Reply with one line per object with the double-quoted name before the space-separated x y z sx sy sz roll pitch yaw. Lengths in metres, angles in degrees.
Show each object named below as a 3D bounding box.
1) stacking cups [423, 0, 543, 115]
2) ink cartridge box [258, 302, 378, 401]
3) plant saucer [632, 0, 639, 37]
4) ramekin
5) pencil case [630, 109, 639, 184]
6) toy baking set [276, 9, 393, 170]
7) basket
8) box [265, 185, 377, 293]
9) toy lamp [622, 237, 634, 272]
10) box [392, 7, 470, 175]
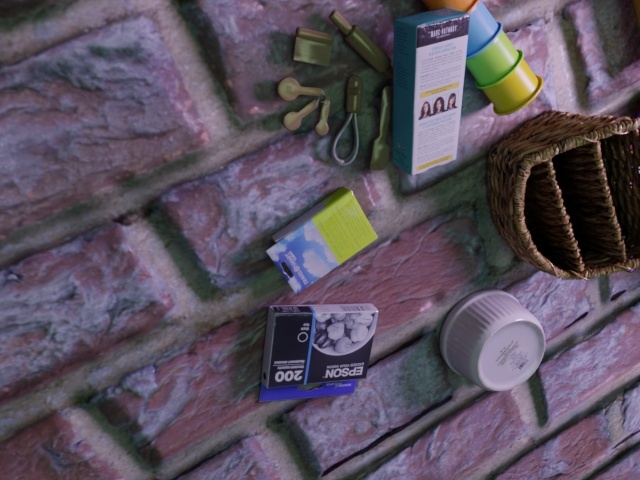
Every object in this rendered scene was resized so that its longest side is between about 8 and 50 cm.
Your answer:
"stacking cups" 0.242 -0.345 0.822 0.316 0.096 0.096 40 91 -25
"ink cartridge box" -0.005 0.221 0.951 0.207 0.045 0.208 1 109 -21
"plant saucer" 0.699 -0.525 0.935 0.333 0.081 0.332 -34 116 -6
"ramekin" 0.366 0.214 1.048 0.208 0.109 0.206 -6 109 -18
"pencil case" 0.673 -0.207 1.023 0.105 0.104 0.236 27 98 -26
"toy baking set" 0.042 -0.235 0.824 0.256 0.030 0.196 30 98 -27
"basket" 0.464 -0.065 0.926 0.214 0.223 0.299 -32 116 -7
"box" 0.000 0.000 0.878 0.178 0.042 0.109 -35 115 -6
"toy lamp" 0.717 -0.063 1.102 0.080 0.080 0.274 15 99 -24
"box" 0.173 -0.234 0.810 0.101 0.060 0.244 -22 130 -21
